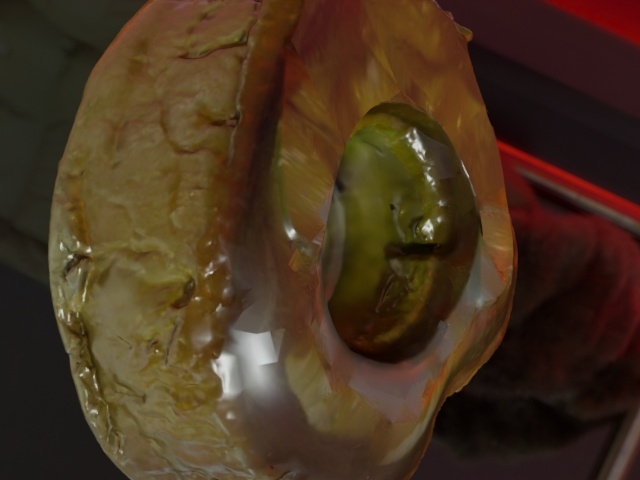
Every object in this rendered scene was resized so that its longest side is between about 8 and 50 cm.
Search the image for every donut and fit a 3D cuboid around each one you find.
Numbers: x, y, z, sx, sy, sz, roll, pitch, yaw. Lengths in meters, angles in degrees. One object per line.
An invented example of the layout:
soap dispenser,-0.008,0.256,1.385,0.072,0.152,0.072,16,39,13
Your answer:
donut,0.000,0.000,0.872,0.330,0.159,0.330,-1,92,-55
